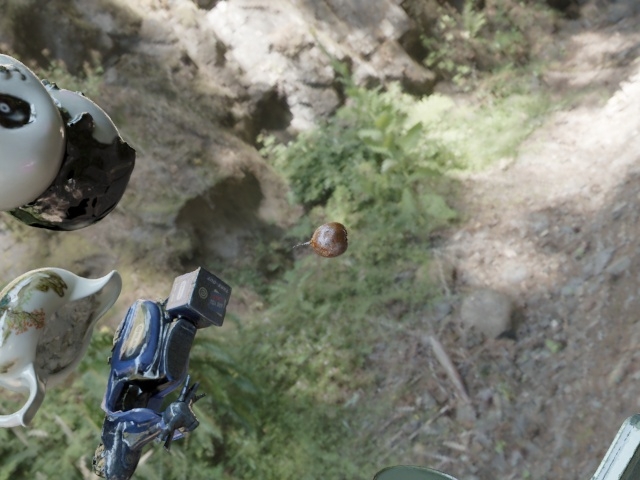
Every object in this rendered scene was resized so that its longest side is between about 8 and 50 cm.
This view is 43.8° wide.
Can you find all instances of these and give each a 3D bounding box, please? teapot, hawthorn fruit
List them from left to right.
[{"bbox_3d":[-0.441,0.156,1.265,0.204,0.139,0.298,74,-142,-57],"label":"teapot"},{"bbox_3d":[0.000,0.000,1.449,0.103,0.067,0.067,-2,9,-2],"label":"hawthorn fruit"}]

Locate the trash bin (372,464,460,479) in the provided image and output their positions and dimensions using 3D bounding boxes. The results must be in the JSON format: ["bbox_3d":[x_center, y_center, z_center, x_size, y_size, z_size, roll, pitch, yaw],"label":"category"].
[{"bbox_3d":[0.212,0.786,1.886,0.280,0.280,0.432,-99,17,-81],"label":"trash bin"}]

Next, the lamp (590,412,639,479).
[{"bbox_3d":[0.428,0.406,1.129,0.047,0.266,0.269,22,71,44],"label":"lamp"}]

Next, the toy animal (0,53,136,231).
[{"bbox_3d":[-0.338,-0.106,0.870,0.165,0.187,0.235,-51,-30,6],"label":"toy animal"}]

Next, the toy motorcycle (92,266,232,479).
[{"bbox_3d":[-0.271,0.228,1.322,0.212,0.125,0.359,-19,47,37],"label":"toy motorcycle"}]
